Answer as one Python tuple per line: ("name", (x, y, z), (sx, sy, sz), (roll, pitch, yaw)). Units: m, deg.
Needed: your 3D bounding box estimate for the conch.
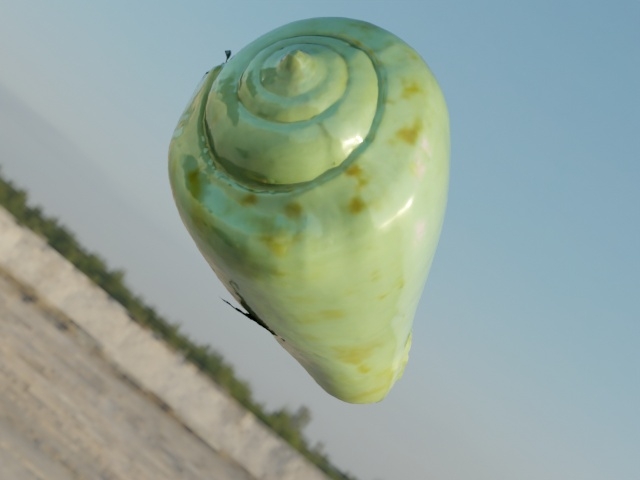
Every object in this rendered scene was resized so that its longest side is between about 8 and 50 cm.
("conch", (-0.006, -0.018, 0.750), (0.143, 0.137, 0.250), (19, -19, 7))
